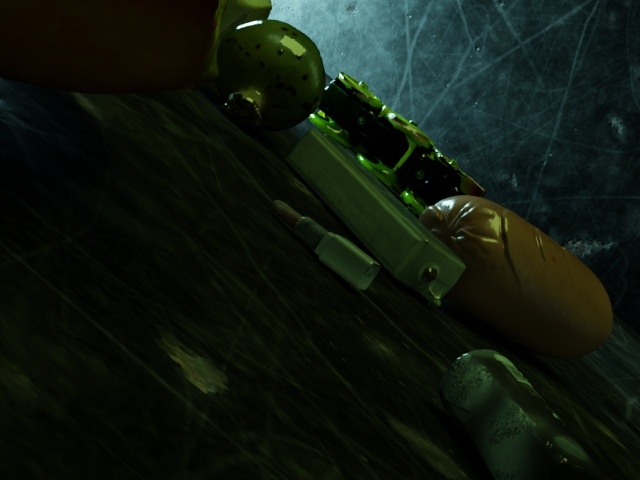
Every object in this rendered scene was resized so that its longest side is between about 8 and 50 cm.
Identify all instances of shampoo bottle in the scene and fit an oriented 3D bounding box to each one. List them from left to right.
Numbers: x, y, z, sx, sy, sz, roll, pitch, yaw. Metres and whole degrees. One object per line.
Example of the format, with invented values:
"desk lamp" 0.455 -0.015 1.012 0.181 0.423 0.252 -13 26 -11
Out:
"shampoo bottle" 0.140 0.140 0.842 0.057 0.063 0.207 22 17 -28

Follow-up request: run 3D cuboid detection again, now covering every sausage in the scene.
"sausage" 0.208 0.042 1.443 0.304 0.121 0.121 31 12 -50

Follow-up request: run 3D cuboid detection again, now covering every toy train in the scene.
"toy train" 0.109 -0.126 1.935 0.296 0.100 0.160 43 7 17

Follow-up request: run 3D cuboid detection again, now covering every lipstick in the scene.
"lipstick" 0.000 0.000 1.087 0.107 0.025 0.025 36 6 23

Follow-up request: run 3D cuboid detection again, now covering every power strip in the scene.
"power strip" 0.051 -0.031 1.359 0.078 0.052 0.272 31 12 -42

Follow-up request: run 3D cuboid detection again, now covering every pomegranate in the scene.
"pomegranate" -0.058 -0.173 1.448 0.130 0.130 0.130 39 9 -7

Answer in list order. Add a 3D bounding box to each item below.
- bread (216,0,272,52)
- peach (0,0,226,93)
"bread" -0.172 -0.334 1.736 0.257 0.124 0.186 35 17 -36
"peach" -0.151 -0.257 0.733 0.310 0.335 0.406 18 16 -6
